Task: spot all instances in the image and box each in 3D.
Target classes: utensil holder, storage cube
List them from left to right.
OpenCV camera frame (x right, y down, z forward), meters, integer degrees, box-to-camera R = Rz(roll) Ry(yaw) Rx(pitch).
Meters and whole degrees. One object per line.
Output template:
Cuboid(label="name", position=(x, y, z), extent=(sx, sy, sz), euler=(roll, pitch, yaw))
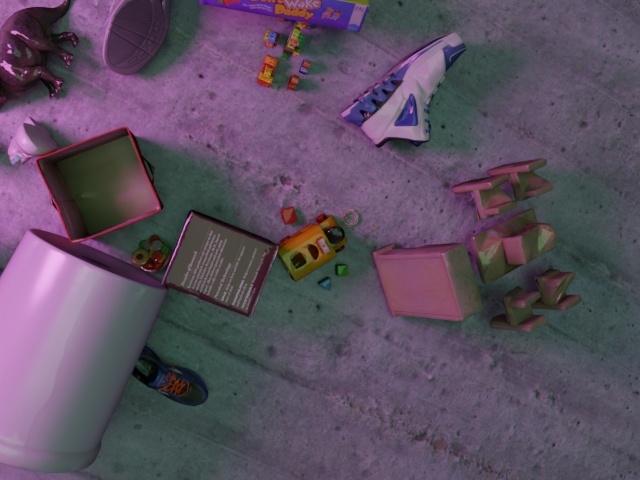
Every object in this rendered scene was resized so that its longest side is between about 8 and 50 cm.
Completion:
Cuboid(label="utensil holder", position=(-0.527, 0.209, 1.316), extent=(0.327, 0.327, 0.385), euler=(25, 86, -12))
Cuboid(label="storage cube", position=(-0.448, -0.114, 1.366), extent=(0.215, 0.193, 0.184), euler=(-23, 98, -10))

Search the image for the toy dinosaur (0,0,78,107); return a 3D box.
Cuboid(label="toy dinosaur", position=(-0.601, -0.396, 1.349), extent=(0.160, 0.121, 0.313), euler=(23, 93, -29))

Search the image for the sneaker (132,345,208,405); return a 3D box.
Cuboid(label="sneaker", position=(-0.355, 0.315, 1.472), extent=(0.221, 0.087, 0.083), euler=(30, 89, -12))

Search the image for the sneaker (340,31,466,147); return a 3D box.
Cuboid(label="sneaker", position=(0.219, -0.326, 1.529), extent=(0.315, 0.127, 0.182), euler=(-39, 104, 1))

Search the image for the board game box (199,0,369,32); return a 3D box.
Cuboid(label="board game box", position=(-0.074, -0.588, 1.406), extent=(0.347, 0.078, 0.233), euler=(6, 61, -12))

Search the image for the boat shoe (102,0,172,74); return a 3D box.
Cuboid(label="boat shoe", position=(-0.383, -0.511, 1.406), extent=(0.118, 0.103, 0.320), euler=(17, 97, -31))

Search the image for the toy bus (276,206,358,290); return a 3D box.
Cuboid(label="toy bus", position=(-0.007, 0.011, 1.509), extent=(0.191, 0.104, 0.202), euler=(12, 92, -12))

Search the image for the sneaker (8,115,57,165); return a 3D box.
Cuboid(label="sneaker", position=(-0.597, -0.188, 1.326), extent=(0.094, 0.212, 0.080), euler=(-48, 117, -2))

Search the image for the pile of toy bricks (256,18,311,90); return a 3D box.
Cuboid(label="pile of toy bricks", position=(-0.065, -0.444, 1.461), extent=(0.118, 0.105, 0.212), euler=(19, 91, -12))

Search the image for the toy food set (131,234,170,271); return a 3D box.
Cuboid(label="toy food set", position=(-0.377, 0.030, 1.464), extent=(0.083, 0.020, 0.082), euler=(25, 76, 15))

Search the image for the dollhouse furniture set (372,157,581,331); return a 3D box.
Cuboid(label="dollhouse furniture set", position=(0.369, 0.041, 1.567), extent=(0.394, 0.256, 0.362), euler=(-23, 100, -30))

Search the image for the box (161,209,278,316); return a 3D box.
Cuboid(label="box", position=(-0.222, 0.046, 1.436), extent=(0.203, 0.168, 0.167), euler=(22, 91, -12))
